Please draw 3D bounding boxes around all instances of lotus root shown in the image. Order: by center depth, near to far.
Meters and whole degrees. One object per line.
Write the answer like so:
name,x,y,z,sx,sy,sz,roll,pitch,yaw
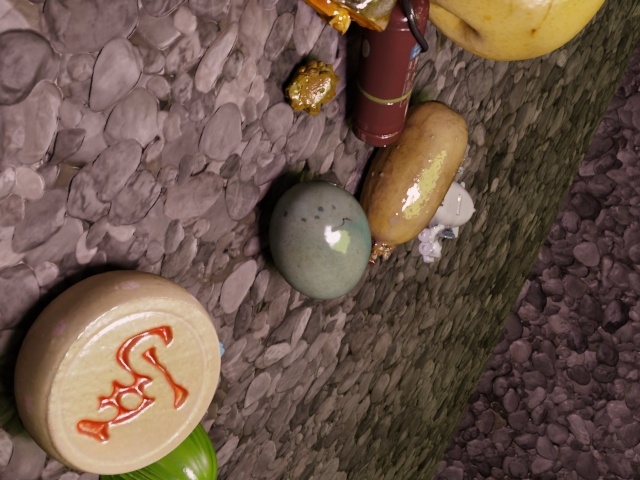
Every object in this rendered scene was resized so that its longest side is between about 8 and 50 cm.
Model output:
lotus root,-0.229,0.365,1.266,0.186,0.186,0.186,-41,146,-35
lotus root,0.169,-0.104,1.534,0.169,0.151,0.343,23,92,-63

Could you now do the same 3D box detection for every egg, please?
egg,0.000,0.000,1.319,0.169,0.169,0.237,-49,153,-23

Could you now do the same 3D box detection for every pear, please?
pear,0.292,-0.454,1.222,0.348,0.348,0.348,-41,146,-35

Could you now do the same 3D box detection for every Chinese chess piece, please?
Chinese chess piece,-0.256,0.171,1.036,0.273,0.102,0.273,-18,119,-36

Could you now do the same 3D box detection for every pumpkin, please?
pumpkin,0.055,-0.353,1.063,0.280,0.190,0.139,9,106,-62

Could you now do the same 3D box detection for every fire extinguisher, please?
fire extinguisher,0.110,-0.305,1.255,0.105,0.142,0.341,-6,146,-9

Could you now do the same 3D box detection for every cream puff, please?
cream puff,-0.014,-0.232,1.210,0.058,0.083,0.083,-122,-142,-70

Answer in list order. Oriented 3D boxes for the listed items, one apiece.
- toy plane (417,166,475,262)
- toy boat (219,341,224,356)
toy plane,0.257,-0.081,1.744,0.267,0.122,0.267,-23,116,-59
toy boat,-0.235,0.216,1.195,0.238,0.098,0.109,-55,149,-12
